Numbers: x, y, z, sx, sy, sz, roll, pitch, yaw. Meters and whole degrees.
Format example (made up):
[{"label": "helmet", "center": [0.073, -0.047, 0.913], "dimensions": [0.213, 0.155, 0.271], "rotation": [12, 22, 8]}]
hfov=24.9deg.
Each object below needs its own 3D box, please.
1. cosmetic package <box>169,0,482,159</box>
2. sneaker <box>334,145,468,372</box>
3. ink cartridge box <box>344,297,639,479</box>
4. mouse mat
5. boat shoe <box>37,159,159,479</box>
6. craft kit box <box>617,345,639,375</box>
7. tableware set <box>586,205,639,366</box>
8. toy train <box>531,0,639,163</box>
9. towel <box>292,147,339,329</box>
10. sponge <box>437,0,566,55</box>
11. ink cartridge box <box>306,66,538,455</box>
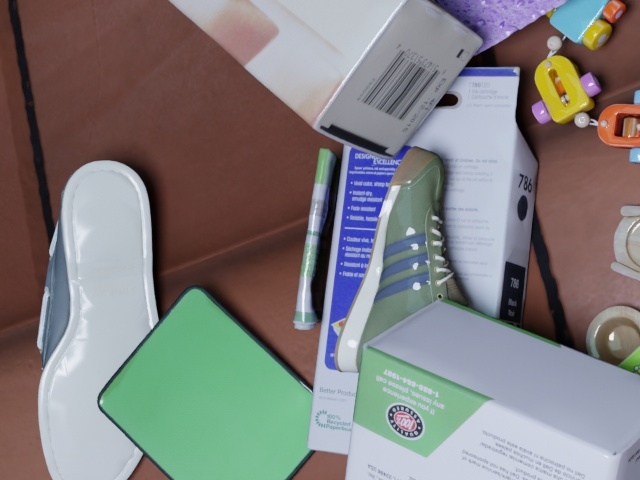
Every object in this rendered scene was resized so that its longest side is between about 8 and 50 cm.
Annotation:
[{"label": "cosmetic package", "center": [-0.034, -0.209, 1.162], "dimensions": [0.296, 0.153, 0.129], "rotation": [44, 104, 27]}, {"label": "sneaker", "center": [0.082, 0.028, 1.150], "dimensions": [0.086, 0.064, 0.192], "rotation": [20, 93, 24]}, {"label": "ink cartridge box", "center": [0.126, 0.213, 1.066], "dimensions": [0.201, 0.117, 0.278], "rotation": [21, 119, 29]}, {"label": "mouse mat", "center": [-0.096, 0.153, 1.304], "dimensions": [0.190, 0.007, 0.152], "rotation": [42, 97, 14]}, {"label": "boat shoe", "center": [-0.212, 0.085, 1.386], "dimensions": [0.099, 0.116, 0.319], "rotation": [180, 92, -74]}, {"label": "craft kit box", "center": [0.335, 0.149, 1.040], "dimensions": [0.250, 0.061, 0.246], "rotation": [-45, 70, 17]}, {"label": "tableware set", "center": [0.278, 0.054, 1.121], "dimensions": [0.141, 0.020, 0.168], "rotation": [17, 91, 32]}, {"label": "toy train", "center": [0.236, -0.142, 1.167], "dimensions": [0.125, 0.046, 0.166], "rotation": [0, 85, 30]}, {"label": "towel", "center": [0.000, 0.000, 1.245], "dimensions": [0.023, 0.113, 0.152], "rotation": [9, 90, 1]}, {"label": "sponge", "center": [0.111, -0.262, 1.154], "dimensions": [0.117, 0.031, 0.210], "rotation": [-27, 103, 45]}, {"label": "ink cartridge box", "center": [0.089, 0.022, 1.215], "dimensions": [0.165, 0.065, 0.332], "rotation": [5, 86, 32]}]
